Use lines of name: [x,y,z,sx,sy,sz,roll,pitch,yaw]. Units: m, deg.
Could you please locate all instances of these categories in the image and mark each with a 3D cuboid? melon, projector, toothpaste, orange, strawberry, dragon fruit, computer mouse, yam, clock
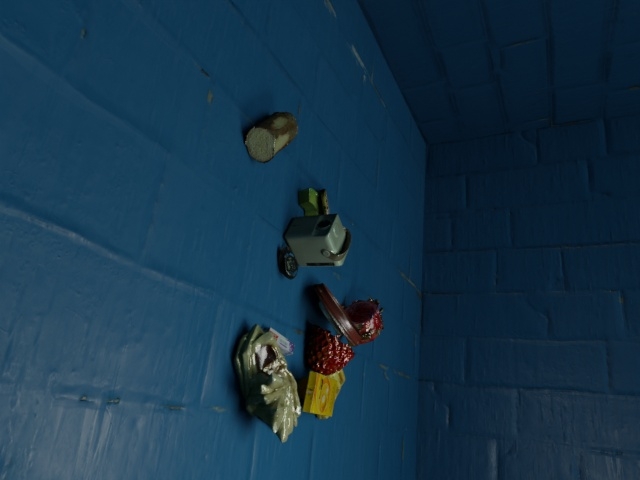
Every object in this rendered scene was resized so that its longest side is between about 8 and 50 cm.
melon: [-0.042,-0.118,2.120,0.118,0.064,0.210,-7,95,-65]
projector: [0.000,0.000,1.982,0.163,0.242,0.177,-65,143,-42]
toothpaste: [-0.158,0.379,1.833,0.196,0.040,0.047,50,41,-50]
orange: [-0.063,0.588,1.954,0.083,0.083,0.084,16,72,-63]
strawberry: [0.022,0.476,2.069,0.178,0.234,0.234,-53,141,-13]
dragon fruit: [0.199,0.375,2.378,0.282,0.211,0.147,-43,120,-32]
computer mouse: [-0.132,0.088,1.918,0.079,0.047,0.135,-5,83,-57]
yam: [-0.174,-0.391,1.817,0.128,0.129,0.238,43,36,-5]
clock: [0.063,0.321,2.105,0.318,0.080,0.318,54,-1,1]

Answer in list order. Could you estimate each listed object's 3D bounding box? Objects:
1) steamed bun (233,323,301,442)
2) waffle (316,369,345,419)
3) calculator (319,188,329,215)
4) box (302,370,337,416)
steamed bun: [-0.162,0.513,1.654,0.247,0.189,0.428,-45,127,-48]
waffle: [0.031,0.632,2.166,0.274,0.057,0.168,-52,131,-54]
calculator: [0.020,-0.153,2.202,0.236,0.033,0.157,-89,171,-81]
box: [0.004,0.617,1.963,0.269,0.043,0.152,49,47,-62]
